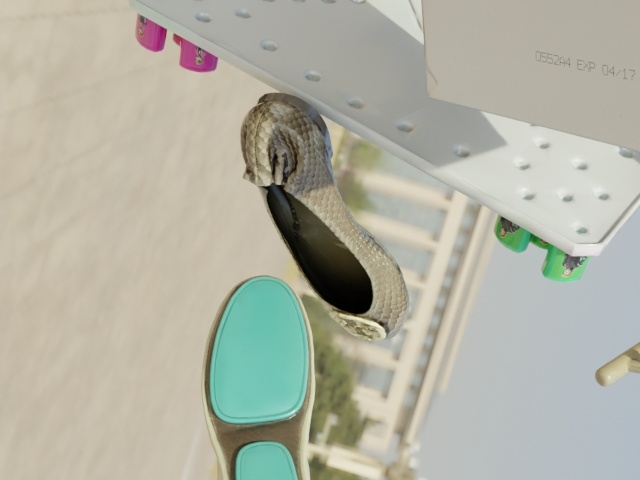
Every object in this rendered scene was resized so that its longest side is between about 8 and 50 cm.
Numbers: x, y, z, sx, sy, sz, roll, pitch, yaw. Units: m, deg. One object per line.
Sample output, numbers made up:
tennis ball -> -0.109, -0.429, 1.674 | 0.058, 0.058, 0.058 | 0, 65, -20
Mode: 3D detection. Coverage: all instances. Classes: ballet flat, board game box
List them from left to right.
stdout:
ballet flat -> -0.046, 0.148, 1.023 | 0.086, 0.086, 0.249 | 107, -16, -59
ballet flat -> 0.000, 0.000, 0.999 | 0.058, 0.084, 0.250 | -65, 148, -33
board game box -> 0.117, -0.165, 1.085 | 0.390, 0.390, 0.050 | -42, 155, -42

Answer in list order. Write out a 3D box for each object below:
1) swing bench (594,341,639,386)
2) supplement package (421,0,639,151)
swing bench -> 0.365, -0.022, 1.278 | 0.254, 0.165, 0.253 | -41, 129, -43
supplement package -> 0.186, -0.165, 0.733 | 0.261, 0.145, 0.204 | 22, -56, 49
